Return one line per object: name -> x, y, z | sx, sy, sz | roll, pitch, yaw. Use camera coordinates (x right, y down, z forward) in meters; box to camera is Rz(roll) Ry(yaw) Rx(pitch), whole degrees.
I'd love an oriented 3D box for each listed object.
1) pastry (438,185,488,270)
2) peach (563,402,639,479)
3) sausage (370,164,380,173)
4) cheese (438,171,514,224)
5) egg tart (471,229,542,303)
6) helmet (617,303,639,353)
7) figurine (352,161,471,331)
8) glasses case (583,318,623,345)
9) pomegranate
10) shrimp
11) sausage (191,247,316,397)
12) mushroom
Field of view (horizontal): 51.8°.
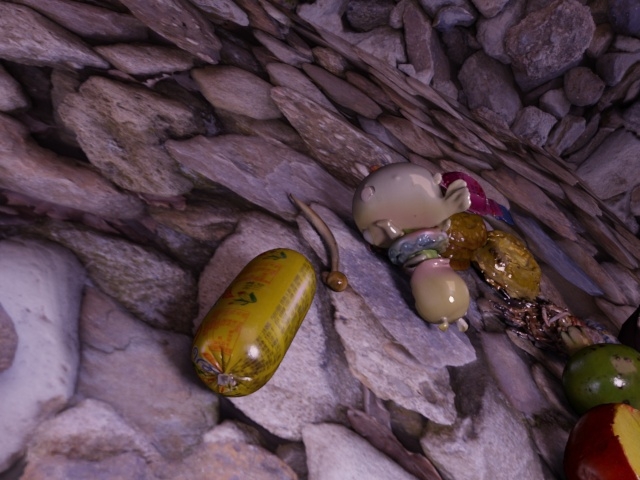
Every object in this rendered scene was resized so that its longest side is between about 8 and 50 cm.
pastry -> 0.306, -0.044, 1.668 | 0.235, 0.132, 0.240 | 16, 32, -36
peach -> 0.515, 0.412, 1.156 | 0.158, 0.154, 0.267 | 31, 34, -13
sausage -> 0.171, -0.166, 1.818 | 0.034, 0.034, 0.129 | 11, 36, -40
cheese -> 0.389, -0.104, 1.661 | 0.244, 0.062, 0.155 | 24, 35, -23
egg tart -> 0.505, 0.057, 1.787 | 0.278, 0.095, 0.279 | 30, 26, -16
helmet -> 0.902, 0.317, 1.749 | 0.224, 0.177, 0.305 | 21, 37, -16
figurine -> 0.224, 0.003, 1.391 | 0.226, 0.274, 0.395 | 5, 58, -41
glasses case -> 0.753, 0.282, 1.728 | 0.087, 0.065, 0.248 | 37, 15, -9
pomegranate -> 0.606, 0.288, 1.422 | 0.202, 0.202, 0.248 | 16, 36, -35
shrimp -> 0.538, 0.199, 1.574 | 0.342, 0.117, 0.145 | 24, 5, -17
sausage -> -0.088, 0.106, 0.963 | 0.123, 0.123, 0.347 | 35, 26, -2
mushroom -> 0.002, -0.001, 1.351 | 0.068, 0.043, 0.306 | 48, 13, -41
